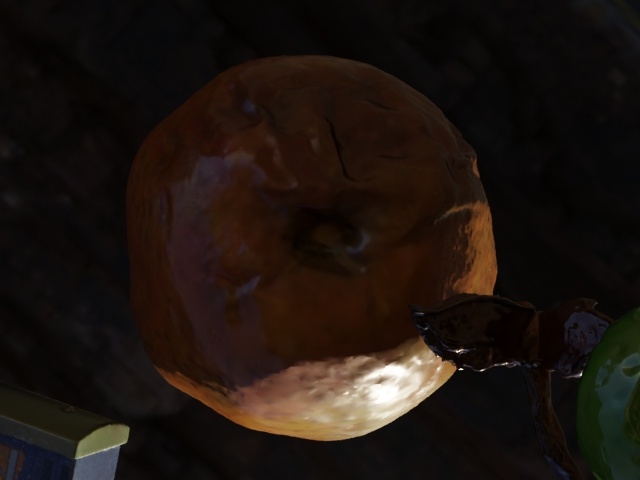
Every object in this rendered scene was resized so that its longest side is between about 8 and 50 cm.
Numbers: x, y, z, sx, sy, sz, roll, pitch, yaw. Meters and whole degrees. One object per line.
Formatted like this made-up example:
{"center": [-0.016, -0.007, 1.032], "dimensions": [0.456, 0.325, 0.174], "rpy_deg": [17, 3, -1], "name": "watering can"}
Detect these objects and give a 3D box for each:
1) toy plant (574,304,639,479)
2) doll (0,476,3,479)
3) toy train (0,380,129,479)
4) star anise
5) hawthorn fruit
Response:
{"center": [0.259, 0.076, 0.796], "dimensions": [0.316, 0.224, 0.184], "rpy_deg": [-4, -178, -28], "name": "toy plant"}
{"center": [-0.257, 0.222, 1.439], "dimensions": [0.291, 0.117, 0.086], "rpy_deg": [37, -176, 3], "name": "doll"}
{"center": [-0.370, 0.271, 2.067], "dimensions": [0.300, 0.202, 0.131], "rpy_deg": [15, -171, 26], "name": "toy train"}
{"center": [0.134, 0.103, 1.175], "dimensions": [0.140, 0.144, 0.158], "rpy_deg": [11, -179, 15], "name": "star anise"}
{"center": [0.000, 0.000, 1.968], "dimensions": [0.472, 0.472, 0.472], "rpy_deg": [42, 178, 2], "name": "hawthorn fruit"}
